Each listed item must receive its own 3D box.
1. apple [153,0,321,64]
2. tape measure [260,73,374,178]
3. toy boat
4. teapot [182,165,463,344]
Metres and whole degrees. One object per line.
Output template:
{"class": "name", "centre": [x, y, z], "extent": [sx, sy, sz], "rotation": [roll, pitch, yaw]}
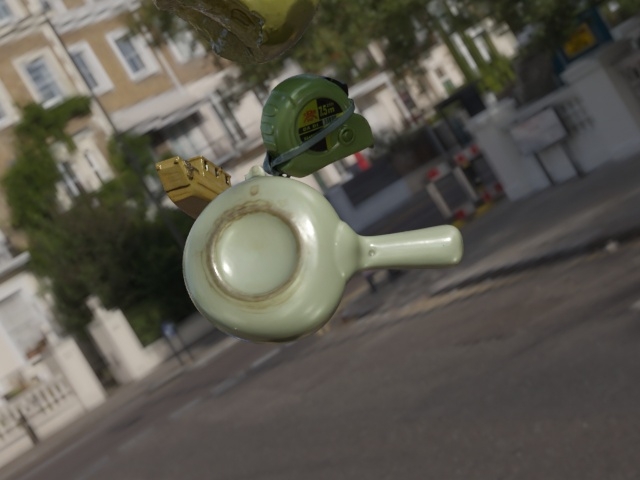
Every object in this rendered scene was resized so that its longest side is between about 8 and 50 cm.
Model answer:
{"class": "apple", "centre": [-0.120, -0.407, 1.878], "extent": [0.279, 0.279, 0.279], "rotation": [-31, 3, 2]}
{"class": "tape measure", "centre": [-0.018, -0.175, 1.875], "extent": [0.177, 0.154, 0.087], "rotation": [-29, 29, -27]}
{"class": "toy boat", "centre": [-0.164, -0.073, 1.715], "extent": [0.057, 0.077, 0.200], "rotation": [-17, -21, 18]}
{"class": "teapot", "centre": [-0.006, 0.037, 1.510], "extent": [0.149, 0.318, 0.220], "rotation": [44, -115, -74]}
